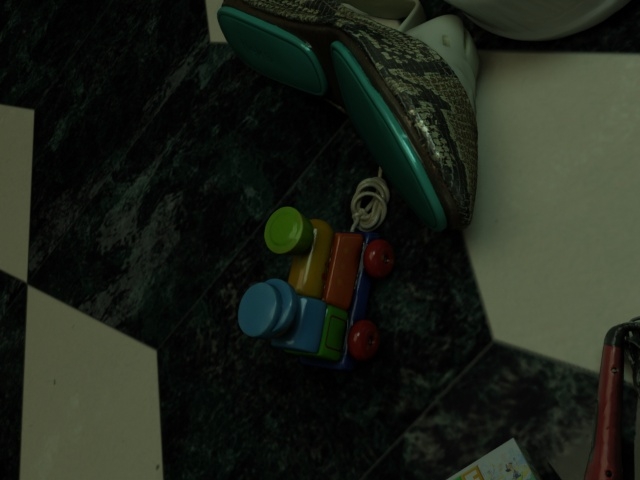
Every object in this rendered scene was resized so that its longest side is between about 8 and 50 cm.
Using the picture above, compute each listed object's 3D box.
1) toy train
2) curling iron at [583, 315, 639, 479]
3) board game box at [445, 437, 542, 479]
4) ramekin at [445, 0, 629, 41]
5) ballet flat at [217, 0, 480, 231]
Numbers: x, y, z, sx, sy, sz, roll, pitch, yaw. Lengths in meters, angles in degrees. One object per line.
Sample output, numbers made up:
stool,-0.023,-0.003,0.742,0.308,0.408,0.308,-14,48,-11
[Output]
toy train,0.000,0.000,0.745,0.105,0.143,0.248,1,73,38
curling iron,0.231,0.190,0.555,0.068,0.035,0.274,8,77,40
board game box,0.123,0.249,0.597,0.154,0.026,0.103,-38,37,14
ramekin,0.192,-0.334,0.685,0.273,0.127,0.272,3,94,47
ballet flat,0.056,-0.202,0.796,0.182,0.164,0.483,-34,48,-9
